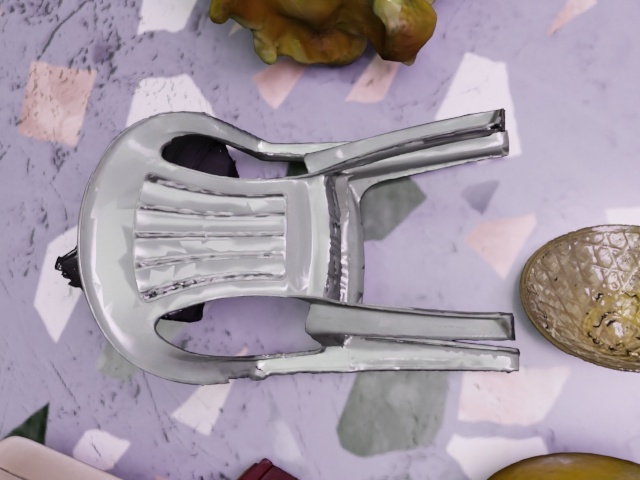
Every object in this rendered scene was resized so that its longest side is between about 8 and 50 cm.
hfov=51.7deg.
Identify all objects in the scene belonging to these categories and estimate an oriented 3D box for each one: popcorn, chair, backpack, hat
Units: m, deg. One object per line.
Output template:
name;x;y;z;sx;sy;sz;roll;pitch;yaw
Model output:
popcorn;0.004;-0.266;0.505;0.270;0.224;0.258;42;110;7
chair;0.000;0.000;0.480;0.274;0.190;0.204;-5;81;16
backpack;-0.129;-0.013;0.562;0.119;0.106;0.165;17;66;13
hat;0.223;0.058;0.488;0.145;0.067;0.146;-9;40;7

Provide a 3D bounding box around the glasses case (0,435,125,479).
glasses case;-0.131;0.266;0.492;0.336;0.076;0.144;14;119;21

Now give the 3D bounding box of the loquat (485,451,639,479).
loquat;0.163;0.220;0.437;0.195;0.152;0.152;-14;79;20

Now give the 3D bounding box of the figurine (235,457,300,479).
figurine;-0.037;0.247;0.524;0.154;0.082;0.098;24;110;16
